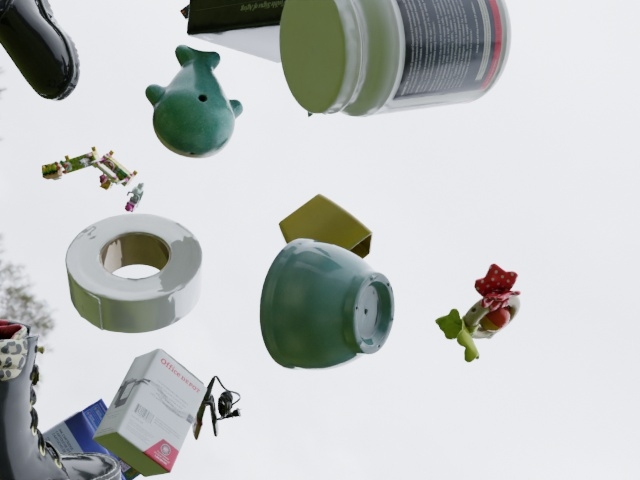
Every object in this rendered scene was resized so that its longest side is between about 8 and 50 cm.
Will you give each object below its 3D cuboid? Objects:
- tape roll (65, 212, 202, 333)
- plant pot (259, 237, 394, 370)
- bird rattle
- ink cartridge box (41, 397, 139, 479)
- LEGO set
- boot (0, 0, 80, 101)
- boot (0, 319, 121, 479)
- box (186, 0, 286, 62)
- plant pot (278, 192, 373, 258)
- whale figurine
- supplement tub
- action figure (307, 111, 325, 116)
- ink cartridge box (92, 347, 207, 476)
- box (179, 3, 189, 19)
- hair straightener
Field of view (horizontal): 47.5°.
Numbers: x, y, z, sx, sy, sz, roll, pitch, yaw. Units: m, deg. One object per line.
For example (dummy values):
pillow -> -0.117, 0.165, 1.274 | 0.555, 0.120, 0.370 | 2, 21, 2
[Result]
tape roll -> -0.396, 0.066, 1.560 | 0.286, 0.286, 0.100 | 32, -45, 24
plant pot -> 0.036, 0.146, 1.557 | 0.196, 0.293, 0.292 | 4, -59, 35
bird rattle -> 0.422, 0.175, 1.843 | 0.143, 0.207, 0.253 | 47, -68, 39
ink cartridge box -> -0.506, 0.462, 1.394 | 0.185, 0.311, 0.065 | 58, -31, 0
LEGO set -> -0.598, -0.173, 1.881 | 0.287, 0.107, 0.132 | 19, -74, 3
boot -> -0.757, -0.489, 1.520 | 0.146, 0.445, 0.367 | -41, -114, 19
boot -> -0.264, 0.166, 0.658 | 0.085, 0.236, 0.178 | 14, -89, 37
box -> -0.013, -0.648, 1.539 | 0.480, 0.298, 0.471 | 11, -86, 44
plant pot -> 0.000, 0.000, 1.984 | 0.187, 0.212, 0.212 | 51, -9, 13
whale figurine -> -0.266, -0.315, 1.570 | 0.141, 0.217, 0.271 | 136, -41, -61
supplement tub -> 0.102, -0.270, 0.987 | 0.191, 0.272, 0.191 | 31, -53, 53
action figure -> 0.049, -0.403, 1.765 | 0.064, 0.137, 0.232 | 27, -35, -9
ink cartridge box -> -0.249, 0.254, 1.079 | 0.063, 0.150, 0.109 | -23, -58, 35
box -> -0.290, -0.576, 1.781 | 0.027, 0.094, 0.137 | 55, 7, -13
hair straightener -> -0.194, 0.315, 1.385 | 0.230, 0.089, 0.047 | 107, -27, -49
